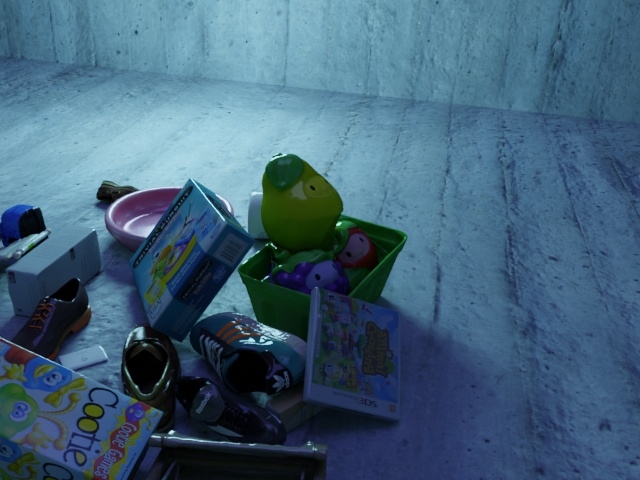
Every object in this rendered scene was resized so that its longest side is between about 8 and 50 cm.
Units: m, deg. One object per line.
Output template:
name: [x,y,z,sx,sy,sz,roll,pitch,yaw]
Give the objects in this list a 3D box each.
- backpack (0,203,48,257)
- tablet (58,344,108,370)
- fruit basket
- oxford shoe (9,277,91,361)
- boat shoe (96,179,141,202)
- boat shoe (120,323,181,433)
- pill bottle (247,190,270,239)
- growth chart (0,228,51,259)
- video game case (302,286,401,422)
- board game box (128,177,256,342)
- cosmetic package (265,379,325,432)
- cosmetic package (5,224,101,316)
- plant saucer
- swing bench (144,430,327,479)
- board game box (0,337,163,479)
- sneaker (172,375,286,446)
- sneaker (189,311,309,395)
backpack: [-0.745,-0.028,1.669,0.101,0.120,0.098,10,29,13]
tablet: [-0.468,0.232,1.326,0.083,0.006,0.054,-14,33,-30]
fruit basket: [0.000,0.000,1.441,0.283,0.391,0.392,17,30,23]
oxford shoe: [-0.556,0.169,1.335,0.097,0.098,0.271,8,28,9]
boat shoe: [-0.572,-0.124,1.948,0.178,0.064,0.060,14,60,22]
boat shoe: [-0.312,0.229,1.241,0.111,0.104,0.307,-7,28,-16]
pill bottle: [-0.074,-0.063,1.801,0.230,0.131,0.131,4,28,1]
growth chart: [-0.729,0.033,1.540,0.238,0.021,0.172,-20,19,21]
video game case: [0.063,0.206,1.219,0.194,0.023,0.212,19,57,-25]
board game box: [-0.290,0.027,1.445,0.079,0.253,0.336,35,4,-31]
cosmetic package: [-0.043,0.294,1.197,0.115,0.060,0.041,-24,37,-39]
cosmetic package: [-0.593,0.065,1.512,0.086,0.117,0.231,7,29,11]
plant saucer: [-0.395,-0.044,1.780,0.333,0.084,0.332,2,28,-1]
swing bench: [-0.120,0.371,0.929,0.254,0.165,0.254,3,27,1]
board game box: [-0.397,0.282,0.979,0.276,0.142,0.144,26,37,-3]
sneaker: [-0.165,0.290,1.129,0.234,0.106,0.078,20,75,35]
sneaker: [-0.159,0.211,1.248,0.302,0.108,0.121,6,21,40]
